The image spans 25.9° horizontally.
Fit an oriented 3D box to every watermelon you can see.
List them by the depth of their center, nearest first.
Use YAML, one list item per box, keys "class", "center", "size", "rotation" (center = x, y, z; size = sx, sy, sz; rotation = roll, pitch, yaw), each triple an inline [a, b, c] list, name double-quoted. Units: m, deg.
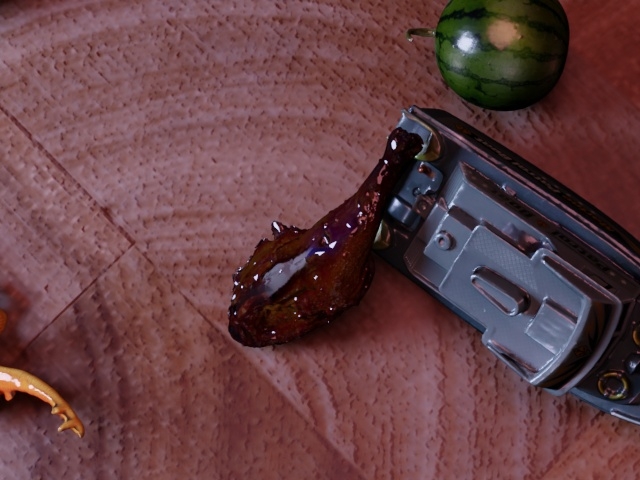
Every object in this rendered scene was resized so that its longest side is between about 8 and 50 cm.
- class: "watermelon"
  center: [0.127, -0.143, 1.003]
  size: [0.109, 0.109, 0.109]
  rotation: [-2, 75, 7]

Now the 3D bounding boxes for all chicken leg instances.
- class: "chicken leg"
  center: [0.000, 0.007, 0.957]
  size: [0.205, 0.053, 0.093]
  rotation: [-31, 52, 34]

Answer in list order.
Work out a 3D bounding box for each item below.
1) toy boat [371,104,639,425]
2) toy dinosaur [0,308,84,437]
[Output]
- class: "toy boat"
  center: [0.151, 0.030, 0.934]
  size: [0.296, 0.122, 0.114]
  rotation: [38, 119, 17]
- class: "toy dinosaur"
  center: [-0.285, 0.074, 1.015]
  size: [0.288, 0.070, 0.117]
  rotation: [44, 95, 20]
